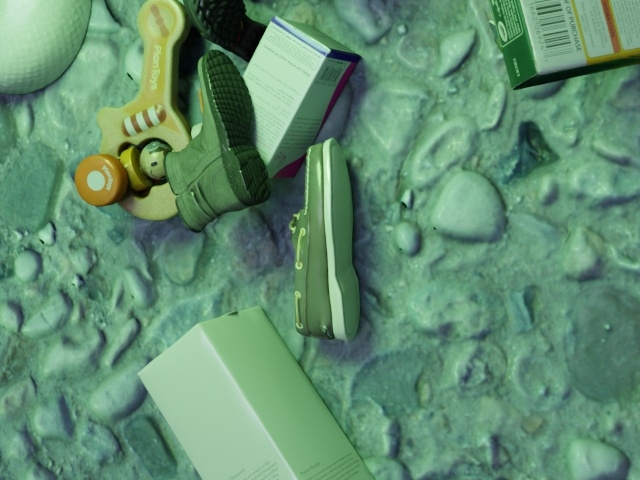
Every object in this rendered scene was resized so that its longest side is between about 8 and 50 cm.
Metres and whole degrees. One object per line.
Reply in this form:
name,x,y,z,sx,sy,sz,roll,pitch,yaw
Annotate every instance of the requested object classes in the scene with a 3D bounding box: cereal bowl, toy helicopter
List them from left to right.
cereal bowl,-0.569,-0.426,1.774,0.339,0.141,0.338,2,95,27
toy helicopter,-0.245,-0.206,1.633,0.235,0.140,0.355,9,99,19

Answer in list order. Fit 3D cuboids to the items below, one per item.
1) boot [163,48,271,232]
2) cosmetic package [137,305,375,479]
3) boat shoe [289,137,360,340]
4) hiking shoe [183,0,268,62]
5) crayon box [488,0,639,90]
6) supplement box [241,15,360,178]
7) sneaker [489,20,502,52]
boot,-0.177,-0.143,1.517,0.161,0.083,0.246,-17,85,34
cosmetic package,-0.086,0.296,1.564,0.155,0.197,0.365,-41,75,24
boat shoe,-0.002,0.001,1.545,0.091,0.109,0.305,-1,98,22
hiking shoe,-0.165,-0.336,1.534,0.114,0.227,0.086,26,85,24
crayon box,0.370,-0.321,1.282,0.323,0.083,0.203,-13,87,-15
supplement box,-0.054,-0.211,1.552,0.114,0.111,0.220,35,108,20
sneaker,0.309,-0.325,1.388,0.192,0.064,0.086,-43,76,23
